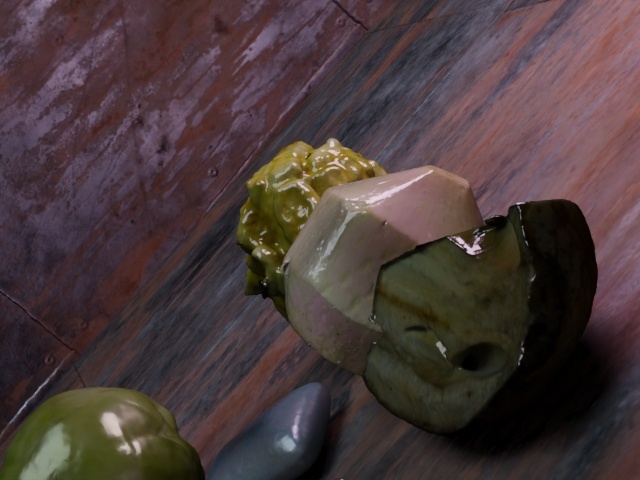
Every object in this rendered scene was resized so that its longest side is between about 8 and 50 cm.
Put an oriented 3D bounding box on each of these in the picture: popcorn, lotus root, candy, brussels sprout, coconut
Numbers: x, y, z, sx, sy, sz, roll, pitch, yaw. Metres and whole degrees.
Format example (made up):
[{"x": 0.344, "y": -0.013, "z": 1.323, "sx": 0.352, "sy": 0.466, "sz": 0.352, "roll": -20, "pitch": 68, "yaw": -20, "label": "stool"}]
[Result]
[{"x": -0.001, "y": 0.008, "z": 1.782, "sx": 0.225, "sy": 0.249, "sz": 0.249, "roll": -49, "pitch": 12, "yaw": -25, "label": "popcorn"}, {"x": 0.157, "y": 0.069, "z": 1.334, "sx": 0.314, "sy": 0.142, "sz": 0.210, "roll": -178, "pitch": 91, "yaw": -69, "label": "lotus root"}, {"x": -0.062, "y": 0.240, "z": 1.656, "sx": 0.174, "sy": 0.071, "sz": 0.138, "roll": -42, "pitch": 14, "yaw": 28, "label": "candy"}, {"x": -0.270, "y": 0.313, "z": 1.803, "sx": 0.316, "sy": 0.243, "sz": 0.273, "roll": -68, "pitch": -1, "yaw": -69, "label": "brussels sprout"}, {"x": 0.072, "y": 0.022, "z": 1.560, "sx": 0.237, "sy": 0.197, "sz": 0.237, "roll": -62, "pitch": 1, "yaw": 1, "label": "coconut"}]

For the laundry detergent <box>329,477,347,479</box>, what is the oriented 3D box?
[{"x": 0.003, "y": 0.293, "z": 1.282, "sx": 0.171, "sy": 0.076, "sz": 0.237, "roll": -31, "pitch": 19, "yaw": 44, "label": "laundry detergent"}]
